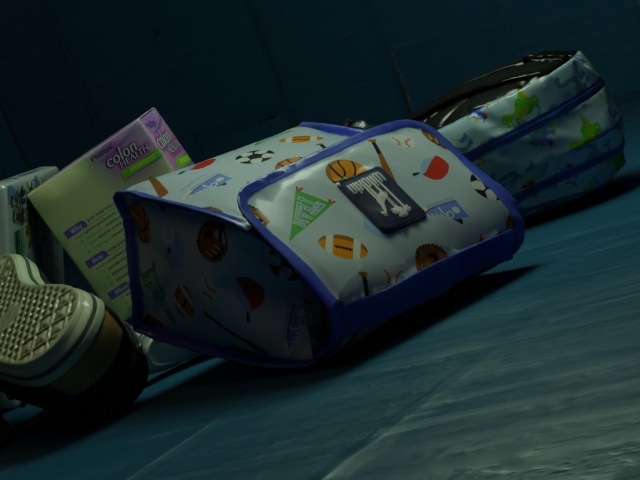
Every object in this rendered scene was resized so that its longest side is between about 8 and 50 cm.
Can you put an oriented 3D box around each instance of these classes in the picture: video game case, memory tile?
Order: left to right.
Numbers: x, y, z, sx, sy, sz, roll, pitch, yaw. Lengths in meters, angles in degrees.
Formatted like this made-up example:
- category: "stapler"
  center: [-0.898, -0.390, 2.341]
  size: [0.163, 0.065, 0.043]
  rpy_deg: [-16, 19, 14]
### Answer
- category: "video game case"
  center: [-0.447, 0.062, 2.436]
  size: [0.036, 0.329, 0.300]
  rpy_deg: [0, 8, 5]
- category: "memory tile"
  center: [-0.311, 0.211, 2.086]
  size: [0.148, 0.012, 0.113]
  rpy_deg: [-19, 6, 19]

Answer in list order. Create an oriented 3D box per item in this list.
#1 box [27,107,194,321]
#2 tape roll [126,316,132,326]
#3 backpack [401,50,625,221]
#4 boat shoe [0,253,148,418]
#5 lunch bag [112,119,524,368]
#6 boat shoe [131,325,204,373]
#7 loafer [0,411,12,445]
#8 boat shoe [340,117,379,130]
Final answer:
- category: "box"
  center: [-0.278, -0.038, 2.408]
  size: [0.213, 0.243, 0.117]
  rpy_deg: [-33, 9, 13]
- category: "tape roll"
  center: [-0.213, 0.066, 2.720]
  size: [0.274, 0.090, 0.275]
  rpy_deg: [-21, 5, 2]
- category: "backpack"
  center: [0.251, -0.130, 2.229]
  size: [0.355, 0.273, 0.290]
  rpy_deg: [-43, -8, 29]
- category: "boat shoe"
  center: [-0.370, 0.132, 2.073]
  size: [0.187, 0.156, 0.500]
  rpy_deg: [-55, 27, -14]
- category: "lunch bag"
  center: [0.000, 0.000, 1.866]
  size: [0.327, 0.239, 0.385]
  rpy_deg: [-24, 26, -36]
- category: "boat shoe"
  center: [-0.143, 0.102, 2.099]
  size: [0.258, 0.095, 0.084]
  rpy_deg: [-34, 32, -33]
- category: "loafer"
  center: [-0.466, 0.244, 1.950]
  size: [0.094, 0.087, 0.251]
  rpy_deg: [-20, 6, 13]
- category: "boat shoe"
  center: [0.024, -0.105, 2.361]
  size: [0.127, 0.158, 0.340]
  rpy_deg: [14, 8, 18]
